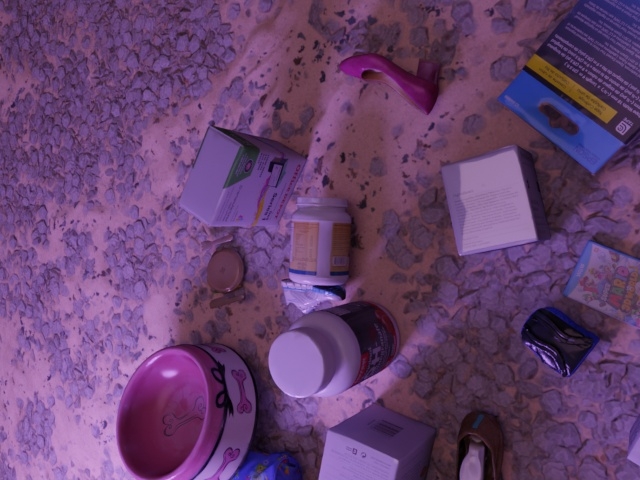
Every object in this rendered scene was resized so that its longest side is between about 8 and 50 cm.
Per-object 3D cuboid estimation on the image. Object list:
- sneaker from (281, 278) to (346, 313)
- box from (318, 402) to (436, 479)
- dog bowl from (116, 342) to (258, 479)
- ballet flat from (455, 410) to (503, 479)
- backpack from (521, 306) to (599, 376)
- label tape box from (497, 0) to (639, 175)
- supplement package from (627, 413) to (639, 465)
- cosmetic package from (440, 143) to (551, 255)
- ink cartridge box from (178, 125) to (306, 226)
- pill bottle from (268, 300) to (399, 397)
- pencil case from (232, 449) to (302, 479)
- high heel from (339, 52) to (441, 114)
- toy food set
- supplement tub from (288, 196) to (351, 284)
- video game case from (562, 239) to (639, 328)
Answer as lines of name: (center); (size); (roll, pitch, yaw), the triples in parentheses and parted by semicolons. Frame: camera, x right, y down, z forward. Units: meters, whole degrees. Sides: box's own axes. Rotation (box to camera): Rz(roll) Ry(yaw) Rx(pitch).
sneaker: (-0.015, 0.142, 1.357); (0.191, 0.071, 0.083); (4, 99, 39)
box: (0.107, 0.570, 1.193); (0.168, 0.215, 0.345); (14, 97, 31)
dog bowl: (-0.367, 0.458, 1.441); (0.408, 0.150, 0.408); (-14, 63, 28)
ballet flat: (0.317, 0.527, 1.118); (0.116, 0.124, 0.342); (4, 93, 31)
backpack: (0.451, 0.188, 1.048); (0.120, 0.101, 0.098); (38, 107, 30)
label tape box: (0.533, -0.315, 0.993); (0.240, 0.106, 0.333); (48, 114, 23)
supplement package: (0.679, 0.326, 0.886); (0.262, 0.145, 0.204); (29, 105, 28)
cosmetic package: (0.347, -0.074, 1.081); (0.151, 0.151, 0.183); (-13, 85, 30)
ink cartridge box: (-0.180, -0.146, 1.328); (0.117, 0.278, 0.201); (32, 106, 24)
pill bottle: (0.032, 0.232, 1.175); (0.176, 0.318, 0.176); (1, 92, 31)
pencil case: (-0.195, 0.604, 1.433); (0.306, 0.119, 0.133); (-6, 61, 32)
high heel: (0.148, -0.352, 1.243); (0.244, 0.082, 0.117); (12, 86, 18)
toy food set: (-0.264, 0.085, 1.524); (0.132, 0.038, 0.192); (-16, 77, 23)
supplement tub: (0.000, 0.000, 1.295); (0.144, 0.144, 0.199); (4, 92, 31)
video game case: (0.563, 0.085, 1.030); (0.166, 0.015, 0.119); (27, 104, 29)
